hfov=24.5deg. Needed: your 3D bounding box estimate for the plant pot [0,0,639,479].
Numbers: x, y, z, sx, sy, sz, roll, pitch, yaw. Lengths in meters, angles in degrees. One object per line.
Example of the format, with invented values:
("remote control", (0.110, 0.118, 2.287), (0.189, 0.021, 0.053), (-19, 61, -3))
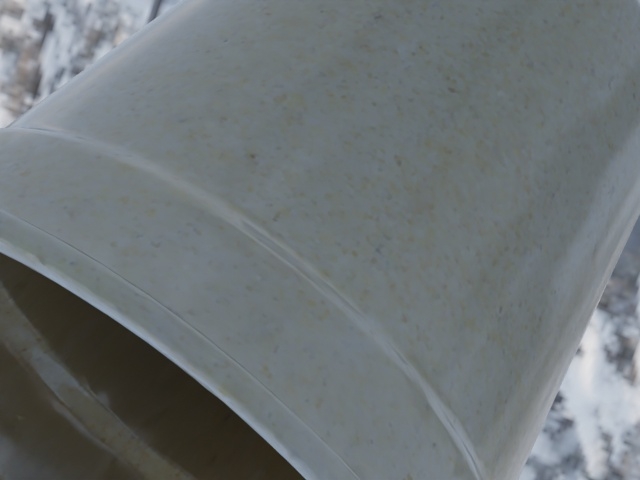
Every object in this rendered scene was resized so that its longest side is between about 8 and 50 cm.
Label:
("plant pot", (0.000, 0.000, 0.681), (0.333, 0.305, 0.334), (29, 151, 18))
